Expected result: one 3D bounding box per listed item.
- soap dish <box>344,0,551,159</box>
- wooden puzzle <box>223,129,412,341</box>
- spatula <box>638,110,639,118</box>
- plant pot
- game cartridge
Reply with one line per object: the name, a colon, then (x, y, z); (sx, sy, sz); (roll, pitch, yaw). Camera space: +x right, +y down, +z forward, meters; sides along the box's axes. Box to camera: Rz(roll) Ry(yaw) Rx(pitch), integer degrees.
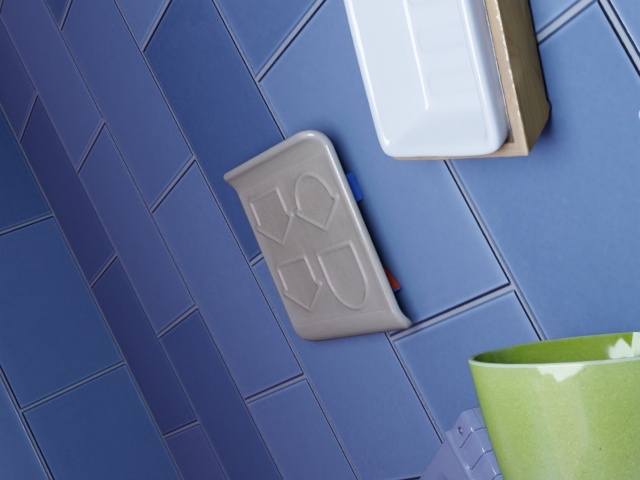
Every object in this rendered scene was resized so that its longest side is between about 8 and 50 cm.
soap dish: (0.148, -0.244, 1.043); (0.229, 0.118, 0.291); (5, 114, 54)
wooden puzzle: (0.000, 0.000, 1.465); (0.322, 0.080, 0.348); (-18, 100, 58)
spatula: (0.414, -0.042, 0.880); (0.168, 0.019, 0.242); (-22, 92, 59)
plant pot: (0.310, 0.256, 0.917); (0.274, 0.274, 0.294); (-11, 84, 57)
game cartridge: (0.232, 0.450, 1.379); (0.355, 0.068, 0.230); (108, 149, -47)
